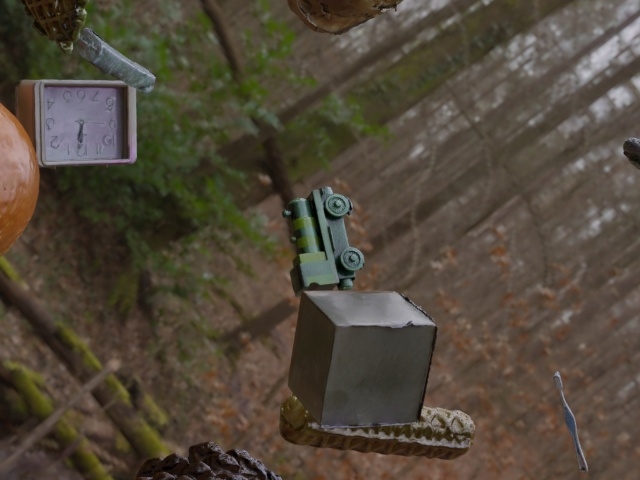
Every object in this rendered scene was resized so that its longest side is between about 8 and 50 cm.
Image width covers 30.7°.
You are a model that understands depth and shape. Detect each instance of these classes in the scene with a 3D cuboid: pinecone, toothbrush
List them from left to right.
[{"bbox_3d":[-0.181,0.465,1.815,0.242,0.298,0.296,-3,-14,41],"label":"pinecone"},{"bbox_3d":[0.337,0.248,1.573,0.017,0.014,0.162,-56,131,-60],"label":"toothbrush"}]

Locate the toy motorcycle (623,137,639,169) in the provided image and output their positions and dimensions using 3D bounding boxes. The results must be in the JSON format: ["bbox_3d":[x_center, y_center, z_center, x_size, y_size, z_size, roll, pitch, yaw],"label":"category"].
[{"bbox_3d":[0.604,-0.064,1.814,0.296,0.109,0.198,33,4,-35],"label":"toy motorcycle"}]

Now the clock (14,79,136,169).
[{"bbox_3d":[-0.403,-0.193,1.938,0.192,0.147,0.071,-5,8,-41],"label":"clock"}]

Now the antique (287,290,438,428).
[{"bbox_3d":[0.051,0.147,1.512,0.152,0.147,0.148,2,17,-25],"label":"antique"}]

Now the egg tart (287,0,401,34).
[{"bbox_3d":[0.086,-0.506,2.016,0.150,0.352,0.352,33,-10,36],"label":"egg tart"}]

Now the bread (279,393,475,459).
[{"bbox_3d":[0.092,0.282,1.765,0.367,0.084,0.077,13,-4,-36],"label":"bread"}]

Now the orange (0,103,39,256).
[{"bbox_3d":[-0.624,-0.069,1.708,0.326,0.424,0.424,53,1,-2],"label":"orange"}]

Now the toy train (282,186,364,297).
[{"bbox_3d":[0.000,0.000,2.136,0.083,0.132,0.200,126,-46,-62],"label":"toy train"}]

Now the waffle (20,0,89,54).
[{"bbox_3d":[-0.499,-0.474,2.164,0.054,0.214,0.208,-19,60,-43],"label":"waffle"}]

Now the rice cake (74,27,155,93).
[{"bbox_3d":[-0.273,-0.238,1.569,0.043,0.034,0.211,41,4,11],"label":"rice cake"}]
